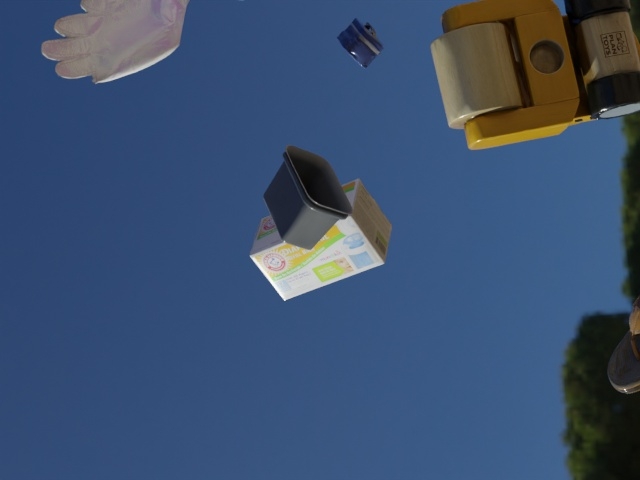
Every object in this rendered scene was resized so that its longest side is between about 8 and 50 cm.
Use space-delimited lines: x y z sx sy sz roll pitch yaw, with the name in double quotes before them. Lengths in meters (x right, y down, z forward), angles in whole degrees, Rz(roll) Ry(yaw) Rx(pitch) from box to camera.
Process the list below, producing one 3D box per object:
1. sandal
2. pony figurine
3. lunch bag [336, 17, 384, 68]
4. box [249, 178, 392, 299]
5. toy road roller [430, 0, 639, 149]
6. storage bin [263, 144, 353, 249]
"sandal" 0.395 0.077 1.385 0.060 0.219 0.090 31 -159 -19
"pony figurine" -0.205 -0.401 1.612 0.363 0.350 0.303 -89 -12 -64
"lunch bag" 0.080 -0.382 2.337 0.067 0.065 0.098 40 -167 -28
"box" 0.000 0.000 2.029 0.114 0.203 0.103 53 -150 -28
"toy road roller" 0.330 -0.251 1.864 0.240 0.329 0.203 116 143 -81
"storage bin" -0.021 -0.055 1.757 0.098 0.091 0.135 17 -146 -36
